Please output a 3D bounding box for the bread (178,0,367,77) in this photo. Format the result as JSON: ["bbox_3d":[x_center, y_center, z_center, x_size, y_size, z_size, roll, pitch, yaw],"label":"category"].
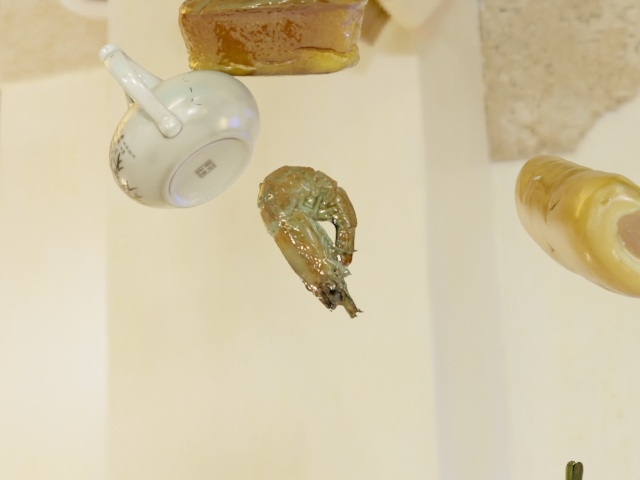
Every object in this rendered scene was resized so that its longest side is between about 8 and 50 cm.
[{"bbox_3d":[-0.065,-0.302,1.751,0.270,0.142,0.195,-5,-166,-14],"label":"bread"}]

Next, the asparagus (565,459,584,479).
[{"bbox_3d":[0.303,0.346,1.496,0.022,0.233,0.023,-23,115,23],"label":"asparagus"}]

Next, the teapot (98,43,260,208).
[{"bbox_3d":[-0.184,-0.146,1.610,0.208,0.166,0.299,-28,146,5],"label":"teapot"}]

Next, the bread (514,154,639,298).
[{"bbox_3d":[0.270,-0.012,1.246,0.142,0.091,0.305,40,-177,-7],"label":"bread"}]

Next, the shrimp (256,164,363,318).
[{"bbox_3d":[0.000,0.000,1.287,0.099,0.180,0.041,-18,161,-27],"label":"shrimp"}]
